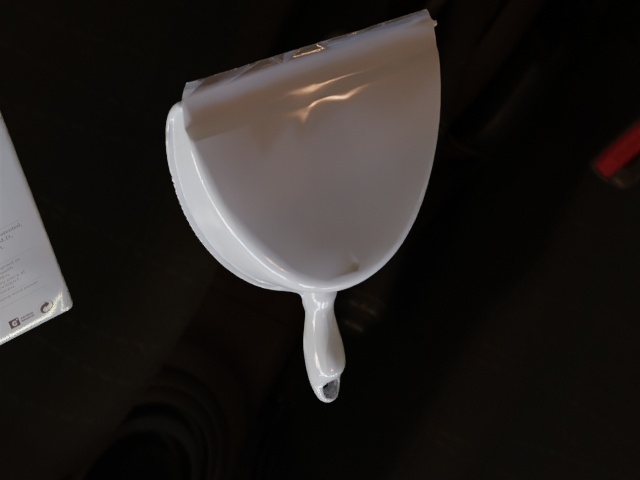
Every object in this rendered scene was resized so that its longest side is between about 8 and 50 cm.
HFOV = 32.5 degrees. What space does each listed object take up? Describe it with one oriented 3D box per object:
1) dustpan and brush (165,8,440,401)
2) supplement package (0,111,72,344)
[{"bbox_3d":[0.000,0.000,0.559,0.147,0.060,0.211,-22,115,-26],"label":"dustpan and brush"},{"bbox_3d":[-0.252,-0.032,0.502,0.194,0.149,0.203,-29,141,-20],"label":"supplement package"}]
